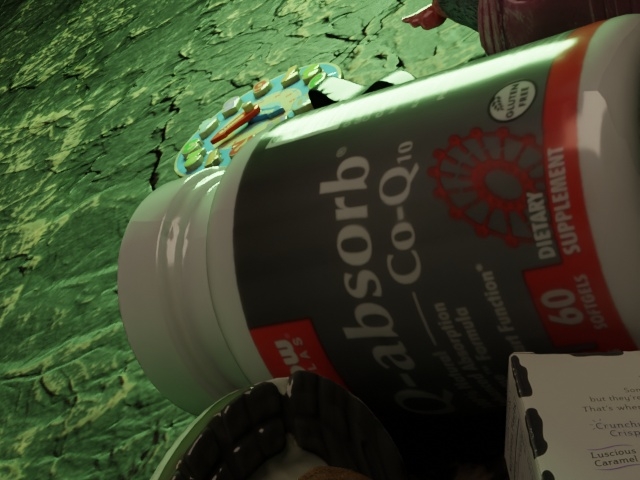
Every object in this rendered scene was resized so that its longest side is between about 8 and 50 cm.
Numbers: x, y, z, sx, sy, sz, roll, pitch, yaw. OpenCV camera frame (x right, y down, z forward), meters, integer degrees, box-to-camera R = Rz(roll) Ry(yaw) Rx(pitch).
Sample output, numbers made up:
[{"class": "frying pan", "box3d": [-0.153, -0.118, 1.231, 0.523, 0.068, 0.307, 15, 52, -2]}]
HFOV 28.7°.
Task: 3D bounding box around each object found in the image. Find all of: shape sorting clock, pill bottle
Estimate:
[{"class": "shape sorting clock", "box3d": [-0.068, -0.129, 1.326, 0.206, 0.040, 0.206, -26, 28, 15]}, {"class": "pill bottle", "box3d": [0.063, 0.008, 0.772, 0.363, 0.210, 0.210, -14, 33, 36]}]

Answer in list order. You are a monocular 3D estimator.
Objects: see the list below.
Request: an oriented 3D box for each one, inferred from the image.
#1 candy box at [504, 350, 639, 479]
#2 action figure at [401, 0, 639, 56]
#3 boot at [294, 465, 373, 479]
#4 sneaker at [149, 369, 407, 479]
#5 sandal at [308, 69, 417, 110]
[{"class": "candy box", "box3d": [0.174, 0.128, 0.535, 0.165, 0.070, 0.196, -2, 31, 0]}, {"class": "action figure", "box3d": [0.232, -0.164, 0.887, 0.370, 0.248, 0.275, -4, 64, 22]}, {"class": "boot", "box3d": [-0.050, 0.236, 0.586, 0.305, 0.115, 0.112, -44, -15, -26]}, {"class": "sneaker", "box3d": [-0.120, 0.254, 0.698, 0.410, 0.158, 0.182, -45, 4, -22]}, {"class": "sandal", "box3d": [0.049, -0.094, 1.092, 0.054, 0.097, 0.254, -39, 17, -12]}]
